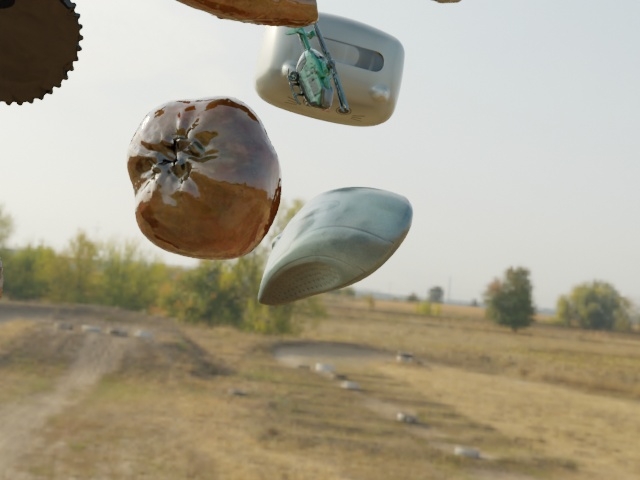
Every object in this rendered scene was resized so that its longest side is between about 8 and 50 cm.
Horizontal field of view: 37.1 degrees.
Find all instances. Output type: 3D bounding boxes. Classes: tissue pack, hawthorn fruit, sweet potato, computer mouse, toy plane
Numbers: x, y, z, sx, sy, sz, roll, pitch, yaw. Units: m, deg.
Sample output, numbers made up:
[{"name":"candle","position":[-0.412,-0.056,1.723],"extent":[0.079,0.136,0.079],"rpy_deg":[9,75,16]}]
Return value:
[{"name":"tissue pack","position":[0.024,-0.389,2.153],"extent":[0.333,0.229,0.236],"rpy_deg":[12,-5,-12]},{"name":"hawthorn fruit","position":[-0.129,-0.065,1.179],"extent":[0.199,0.199,0.251],"rpy_deg":[4,-14,16]},{"name":"sweet potato","position":[-0.099,-0.317,1.174],"extent":[0.252,0.097,0.097],"rpy_deg":[2,-1,-34]},{"name":"computer mouse","position":[0.000,0.000,1.628],"extent":[0.122,0.188,0.371],"rpy_deg":[43,-38,-17]},{"name":"toy plane","position":[-0.016,-0.336,1.812],"extent":[0.096,0.235,0.060],"rpy_deg":[-27,-15,34]}]

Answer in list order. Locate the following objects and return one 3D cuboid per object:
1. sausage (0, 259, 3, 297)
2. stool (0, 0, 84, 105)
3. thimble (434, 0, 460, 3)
[{"name":"sausage","position":[-0.495,0.030,1.078],"extent":[0.123,0.123,0.253],"rpy_deg":[3,-9,38]},{"name":"stool","position":[-0.710,-0.457,2.087],"extent":[0.297,0.297,0.330],"rpy_deg":[7,8,-32]},{"name":"thimble","position":[0.174,-0.500,1.497],"extent":[0.157,0.245,0.217],"rpy_deg":[11,-37,-32]}]
